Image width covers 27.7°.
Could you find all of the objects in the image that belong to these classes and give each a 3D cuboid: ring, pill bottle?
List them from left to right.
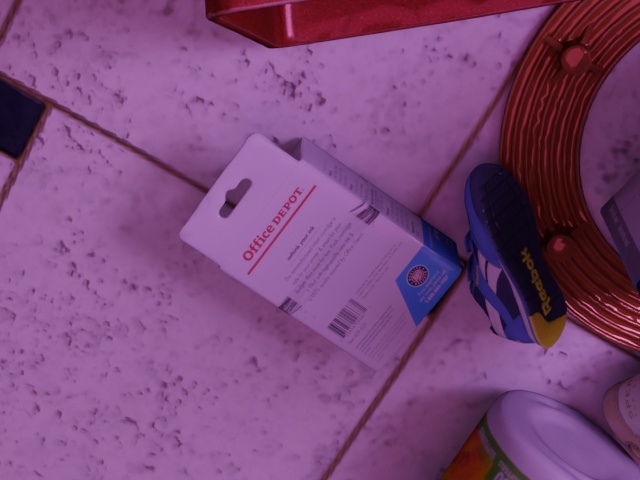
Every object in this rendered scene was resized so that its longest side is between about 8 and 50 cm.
[{"bbox_3d":[0.129,0.248,0.992,0.136,0.136,0.246,28,110,-8],"label":"pill bottle"},{"bbox_3d":[0.296,-0.059,0.924,0.336,0.032,0.337,1,111,3],"label":"ring"}]

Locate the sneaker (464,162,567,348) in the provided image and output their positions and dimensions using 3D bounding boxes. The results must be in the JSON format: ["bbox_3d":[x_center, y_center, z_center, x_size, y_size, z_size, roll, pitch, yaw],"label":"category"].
[{"bbox_3d":[0.128,0.014,0.940,0.059,0.053,0.144,-1,115,49],"label":"sneaker"}]

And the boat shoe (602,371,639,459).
[{"bbox_3d":[0.348,0.193,0.990,0.302,0.109,0.098,36,148,-11],"label":"boat shoe"}]

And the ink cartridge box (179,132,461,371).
[{"bbox_3d":[0.000,0.000,0.944,0.180,0.060,0.104,35,109,-10],"label":"ink cartridge box"}]

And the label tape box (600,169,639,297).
[{"bbox_3d":[0.332,-0.070,0.774,0.106,0.241,0.334,39,107,-10],"label":"label tape box"}]

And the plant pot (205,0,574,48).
[{"bbox_3d":[0.067,-0.255,0.751,0.267,0.267,0.236,-8,94,6],"label":"plant pot"}]
